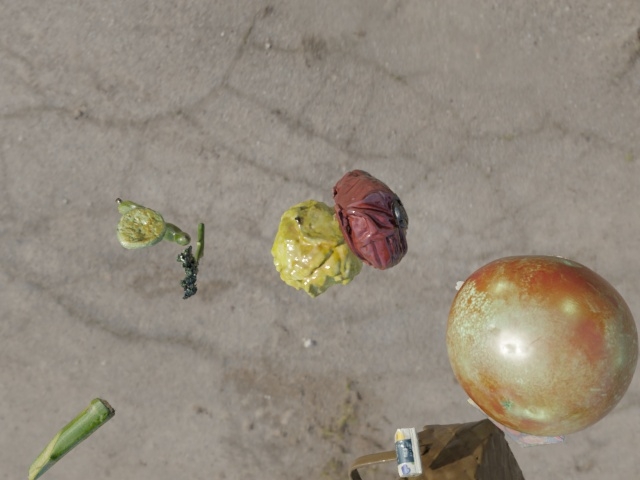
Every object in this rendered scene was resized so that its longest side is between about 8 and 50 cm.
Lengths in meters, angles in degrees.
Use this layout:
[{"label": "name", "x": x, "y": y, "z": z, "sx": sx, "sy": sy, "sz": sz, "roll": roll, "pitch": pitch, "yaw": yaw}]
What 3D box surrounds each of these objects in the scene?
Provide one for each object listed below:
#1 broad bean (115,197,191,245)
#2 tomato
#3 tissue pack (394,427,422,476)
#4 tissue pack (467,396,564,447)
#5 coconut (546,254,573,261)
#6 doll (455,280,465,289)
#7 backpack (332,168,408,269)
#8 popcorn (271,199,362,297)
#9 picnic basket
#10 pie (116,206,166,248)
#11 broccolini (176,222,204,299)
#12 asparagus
[{"label": "broad bean", "x": -0.409, "y": -0.044, "z": 1.978, "sx": 0.213, "sy": 0.048, "sz": 0.070, "roll": 27, "pitch": 165, "yaw": 2}, {"label": "tomato", "x": 0.305, "y": 0.158, "z": 1.159, "sx": 0.270, "sy": 0.223, "sz": 0.270, "roll": 20, "pitch": 139, "yaw": 18}, {"label": "tissue pack", "x": 0.160, "y": 0.389, "z": 1.492, "sx": 0.042, "sy": 0.083, "sz": 0.062, "roll": -5, "pitch": 159, "yaw": -2}, {"label": "tissue pack", "x": 0.351, "y": 0.301, "z": 1.441, "sx": 0.148, "sy": 0.060, "sz": 0.108, "roll": 41, "pitch": 149, "yaw": -11}, {"label": "coconut", "x": 0.559, "y": 0.120, "z": 1.987, "sx": 0.147, "sy": 0.147, "sz": 0.153, "roll": 16, "pitch": 149, "yaw": -3}, {"label": "doll", "x": 0.353, "y": 0.139, "z": 1.995, "sx": 0.040, "sy": 0.058, "sz": 0.085, "roll": 5, "pitch": 160, "yaw": 23}, {"label": "backpack", "x": 0.108, "y": -0.037, "z": 1.753, "sx": 0.138, "sy": 0.229, "sz": 0.229, "roll": -27, "pitch": 121, "yaw": -7}, {"label": "popcorn", "x": 0.000, "y": 0.000, "z": 1.969, "sx": 0.266, "sy": 0.233, "sz": 0.192, "roll": -47, "pitch": 144, "yaw": -2}, {"label": "picnic basket", "x": 0.234, "y": 0.521, "z": 1.629, "sx": 0.321, "sy": 0.291, "sz": 0.254, "roll": -23, "pitch": 104, "yaw": 34}, {"label": "pie", "x": -0.292, "y": -0.019, "z": 1.330, "sx": 0.084, "sy": 0.084, "sz": 0.021, "roll": 5, "pitch": 148, "yaw": 5}, {"label": "broccolini", "x": -0.331, "y": 0.022, "z": 2.105, "sx": 0.062, "sy": 0.271, "sz": 0.123, "roll": 9, "pitch": 127, "yaw": -6}, {"label": "asparagus", "x": -0.410, "y": 0.322, "z": 1.312, "sx": 0.178, "sy": 0.045, "sz": 0.041, "roll": -40, "pitch": 83, "yaw": -2}]
